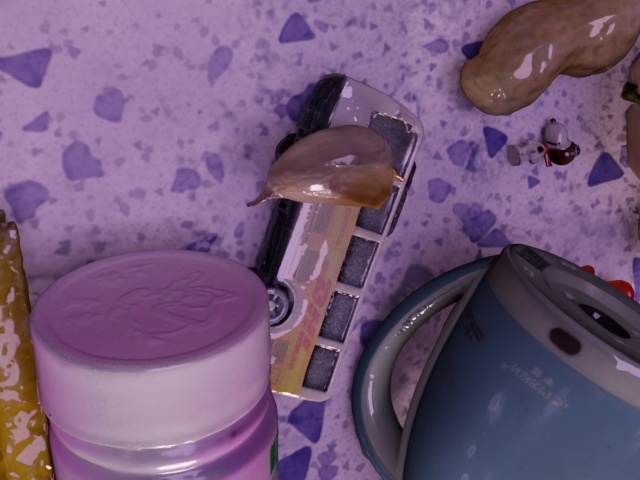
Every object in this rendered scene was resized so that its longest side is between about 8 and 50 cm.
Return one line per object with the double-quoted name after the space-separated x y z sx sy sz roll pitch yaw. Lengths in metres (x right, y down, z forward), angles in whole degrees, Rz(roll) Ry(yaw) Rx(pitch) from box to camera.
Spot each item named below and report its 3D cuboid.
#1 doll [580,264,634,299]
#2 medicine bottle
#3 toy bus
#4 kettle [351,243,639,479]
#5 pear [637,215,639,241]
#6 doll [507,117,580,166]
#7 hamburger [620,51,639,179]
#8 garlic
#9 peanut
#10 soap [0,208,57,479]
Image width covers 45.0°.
0.292 0.106 0.977 0.244 0.076 0.143 -5 96 -23 "doll"
-0.144 0.195 0.733 0.211 0.212 0.326 -9 117 -18 "medicine bottle"
0.000 0.000 0.834 0.138 0.097 0.343 18 95 -21 "toy bus"
0.188 0.187 0.846 0.247 0.319 0.342 -2 127 -55 "kettle"
0.470 -0.022 0.998 0.141 0.104 0.141 -4 97 -42 "pear"
0.274 -0.109 0.942 0.085 0.040 0.058 -34 98 -14 "doll"
0.495 -0.141 0.883 0.301 0.302 0.170 -10 124 -17 "hamburger"
0.011 -0.068 0.735 0.152 0.066 0.084 0 103 -22 "garlic"
0.274 -0.232 0.881 0.263 0.101 0.117 -28 90 -12 "peanut"
-0.390 0.127 0.700 0.259 0.143 0.281 -8 105 -22 "soap"
